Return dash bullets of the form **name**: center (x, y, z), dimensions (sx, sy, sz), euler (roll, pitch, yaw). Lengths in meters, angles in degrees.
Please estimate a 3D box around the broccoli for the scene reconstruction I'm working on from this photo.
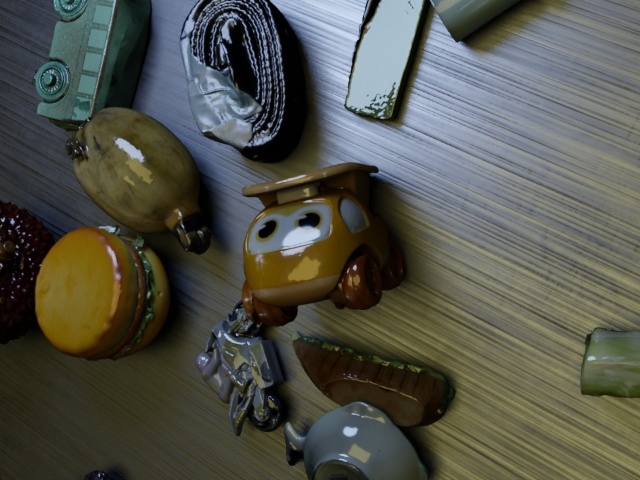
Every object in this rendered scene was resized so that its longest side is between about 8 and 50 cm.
- **broccoli**: center (0.514, 0.197, 1.076), dimensions (0.361, 0.221, 0.252), euler (-22, 71, 32)

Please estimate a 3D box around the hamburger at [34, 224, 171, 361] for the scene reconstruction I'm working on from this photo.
- **hamburger**: center (-0.369, 0.092, 1.474), dimensions (0.246, 0.170, 0.246), euler (-7, 77, 34)

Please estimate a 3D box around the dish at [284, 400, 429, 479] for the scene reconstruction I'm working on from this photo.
- **dish**: center (0.038, 0.357, 1.293), dimensions (0.246, 0.078, 0.224), euler (7, 113, 26)

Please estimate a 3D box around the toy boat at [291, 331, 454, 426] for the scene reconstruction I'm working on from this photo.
- **toy boat**: center (0.060, 0.217, 1.321), dimensions (0.293, 0.099, 0.108), euler (18, 120, 23)

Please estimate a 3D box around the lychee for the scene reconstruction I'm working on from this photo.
- **lychee**: center (-0.618, 0.059, 1.533), dimensions (0.304, 0.276, 0.275), euler (-29, 74, 50)

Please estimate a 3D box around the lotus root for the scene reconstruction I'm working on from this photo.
- **lotus root**: center (-0.295, -0.099, 1.454), dimensions (0.310, 0.183, 0.182), euler (42, 103, 16)

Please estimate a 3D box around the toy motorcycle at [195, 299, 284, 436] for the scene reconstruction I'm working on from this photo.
- **toy motorcycle**: center (-0.142, 0.216, 1.419), dimensions (0.152, 0.073, 0.225), euler (-16, 80, 24)

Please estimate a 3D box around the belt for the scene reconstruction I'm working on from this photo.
- **belt**: center (-0.128, -0.273, 1.392), dimensions (0.184, 0.164, 0.289), euler (-14, 81, 14)

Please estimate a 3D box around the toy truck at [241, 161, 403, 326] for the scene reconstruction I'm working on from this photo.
- **toy truck**: center (0.000, 0.000, 1.273), dimensions (0.204, 0.288, 0.211), euler (-12, 94, 24)

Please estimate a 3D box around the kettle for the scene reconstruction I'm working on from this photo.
- **kettle**: center (0.244, -0.385, 1.283), dimensions (0.148, 0.127, 0.098), euler (-31, 107, 17)

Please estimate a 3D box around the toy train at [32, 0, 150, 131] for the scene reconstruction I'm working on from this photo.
- **toy train**: center (-0.411, -0.355, 1.541), dimensions (0.159, 0.129, 0.326), euler (14, 92, 18)

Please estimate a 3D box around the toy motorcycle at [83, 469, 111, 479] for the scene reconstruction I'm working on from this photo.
- **toy motorcycle**: center (-0.447, 0.499, 1.532), dimensions (0.212, 0.084, 0.118), euler (-28, 78, 28)

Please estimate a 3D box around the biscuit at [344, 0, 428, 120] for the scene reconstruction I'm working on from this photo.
- **biscuit**: center (0.117, -0.354, 1.357), dimensions (0.099, 0.038, 0.322), euler (16, 93, 20)
